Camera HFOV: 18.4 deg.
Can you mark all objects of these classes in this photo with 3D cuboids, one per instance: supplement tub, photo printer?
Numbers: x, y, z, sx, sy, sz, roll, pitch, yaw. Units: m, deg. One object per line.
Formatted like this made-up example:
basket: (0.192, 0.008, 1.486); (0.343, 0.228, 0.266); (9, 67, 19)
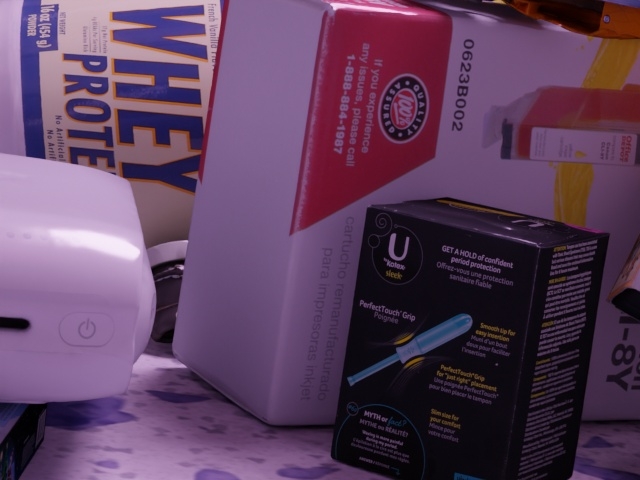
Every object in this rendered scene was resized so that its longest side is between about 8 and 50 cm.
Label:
supplement tub: (-0.090, -0.085, 1.537); (0.325, 0.235, 0.235); (-5, 11, -2)
photo printer: (-0.225, 0.013, 1.144); (0.256, 0.107, 0.307); (7, 9, -8)

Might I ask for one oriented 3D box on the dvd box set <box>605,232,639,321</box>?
dvd box set: (0.415, -0.072, 1.322); (0.308, 0.420, 0.062); (28, -15, 1)

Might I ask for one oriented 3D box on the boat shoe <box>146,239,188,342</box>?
boat shoe: (-0.029, 0.049, 1.474); (0.228, 0.068, 0.081); (5, -25, -27)

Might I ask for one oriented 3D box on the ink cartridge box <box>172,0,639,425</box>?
ink cartridge box: (0.118, -0.025, 1.378); (0.385, 0.279, 0.160); (2, 12, -29)

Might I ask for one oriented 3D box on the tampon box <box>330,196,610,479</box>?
tampon box: (0.092, 0.063, 1.205); (0.120, 0.161, 0.101); (14, 12, 31)

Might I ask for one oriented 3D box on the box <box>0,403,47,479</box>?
box: (-0.241, 0.106, 1.044); (0.159, 0.044, 0.233); (8, 10, 0)

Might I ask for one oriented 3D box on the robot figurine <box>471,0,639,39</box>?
robot figurine: (0.179, -0.180, 1.282); (0.211, 0.085, 0.291); (-2, 19, -44)
